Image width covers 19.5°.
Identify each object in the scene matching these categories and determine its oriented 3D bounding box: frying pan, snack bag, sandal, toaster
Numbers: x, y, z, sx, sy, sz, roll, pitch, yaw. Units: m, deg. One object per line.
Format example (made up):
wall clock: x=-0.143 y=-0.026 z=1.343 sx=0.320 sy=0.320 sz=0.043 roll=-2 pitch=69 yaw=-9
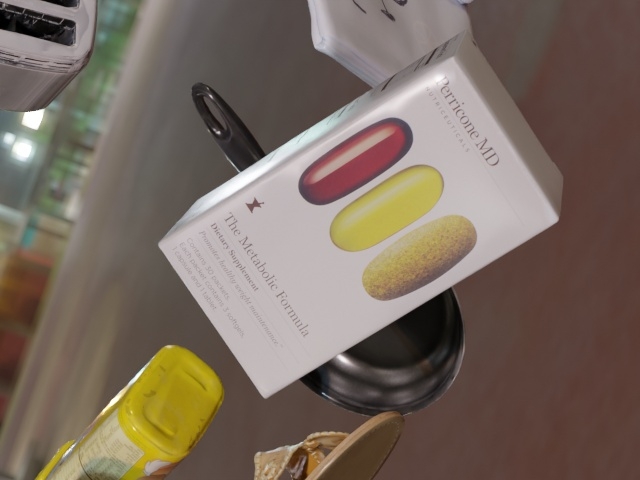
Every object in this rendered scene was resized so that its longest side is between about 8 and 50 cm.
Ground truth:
frying pan: x=-0.011 y=0.022 z=1.625 sx=0.053 sy=0.326 sz=0.197 roll=-40 pitch=-14 yaw=-53
snack bag: x=0.061 y=-0.259 z=1.579 sx=0.323 sy=0.037 sz=0.343 roll=29 pitch=-130 yaw=-56
sandal: x=-0.033 y=0.206 z=1.483 sx=0.088 sy=0.079 sz=0.240 roll=5 pitch=-56 yaw=-54
toaster: x=-0.315 y=-0.208 z=1.830 sx=0.146 sy=0.227 sz=0.129 roll=-25 pitch=56 yaw=58

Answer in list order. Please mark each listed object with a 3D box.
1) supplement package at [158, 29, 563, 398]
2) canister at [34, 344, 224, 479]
supplement package: x=0.033 y=-0.022 z=1.308 sx=0.244 sy=0.139 sz=0.134 roll=-33 pitch=8 yaw=15
canister: x=-0.159 y=0.171 z=1.469 sx=0.170 sy=0.073 sz=0.126 roll=-46 pitch=6 yaw=33
